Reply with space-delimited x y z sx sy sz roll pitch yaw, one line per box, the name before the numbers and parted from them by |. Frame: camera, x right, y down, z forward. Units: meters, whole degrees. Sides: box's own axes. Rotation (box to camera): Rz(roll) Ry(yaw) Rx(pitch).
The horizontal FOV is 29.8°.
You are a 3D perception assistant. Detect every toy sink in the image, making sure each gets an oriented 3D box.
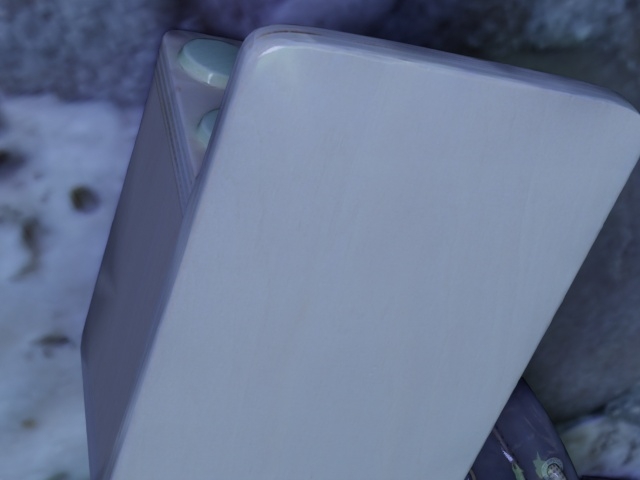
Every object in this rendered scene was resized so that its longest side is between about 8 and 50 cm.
toy sink | 0.000 0.000 0.499 0.152 0.131 0.234 7 125 -20

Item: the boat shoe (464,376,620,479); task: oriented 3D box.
boat shoe | 0.156 0.207 0.679 0.130 0.132 0.355 -36 126 9
